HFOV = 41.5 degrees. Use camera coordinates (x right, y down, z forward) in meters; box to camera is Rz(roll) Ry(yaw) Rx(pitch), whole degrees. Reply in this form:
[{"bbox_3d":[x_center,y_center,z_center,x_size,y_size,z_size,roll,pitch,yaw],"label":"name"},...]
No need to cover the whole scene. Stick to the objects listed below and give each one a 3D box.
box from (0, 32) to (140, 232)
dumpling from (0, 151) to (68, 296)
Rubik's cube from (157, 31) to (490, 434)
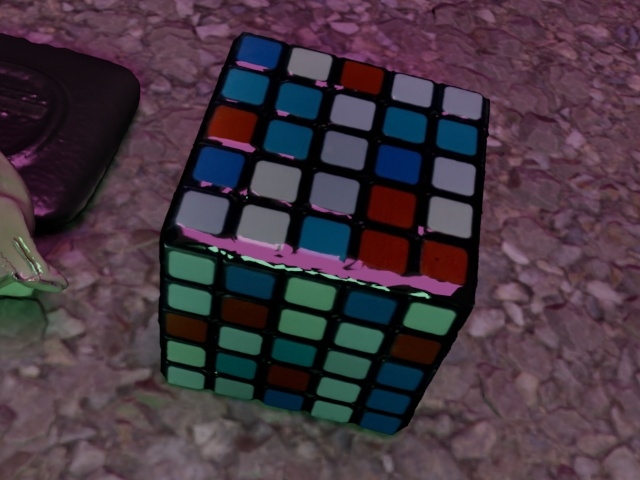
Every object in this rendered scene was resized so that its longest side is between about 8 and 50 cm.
[{"bbox_3d":[-0.269,-0.098,0.682,0.212,0.042,0.201,14,53,-1],"label":"box"},{"bbox_3d":[-0.262,-0.013,0.559,0.199,0.136,0.118,34,61,-15],"label":"dumpling"},{"bbox_3d":[0.000,0.000,0.577,0.182,0.184,0.187,14,51,-2],"label":"Rubik's cube"}]
